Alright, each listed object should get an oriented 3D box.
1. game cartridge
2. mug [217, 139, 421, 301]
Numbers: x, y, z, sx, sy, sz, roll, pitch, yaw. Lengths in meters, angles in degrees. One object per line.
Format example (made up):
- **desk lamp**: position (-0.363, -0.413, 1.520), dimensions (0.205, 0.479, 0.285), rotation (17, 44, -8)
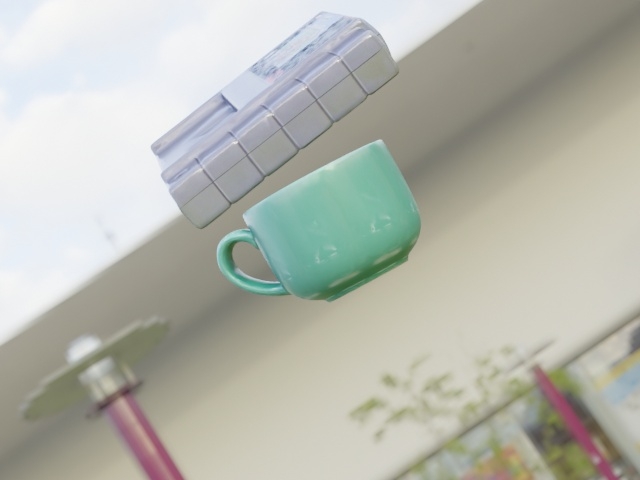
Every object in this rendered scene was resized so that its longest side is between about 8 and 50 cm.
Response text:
- **game cartridge**: position (-0.052, -0.125, 1.573), dimensions (0.230, 0.068, 0.355), rotation (-42, 12, 0)
- **mug**: position (0.008, -0.004, 1.374), dimensions (0.129, 0.097, 0.158), rotation (-28, -1, -41)
